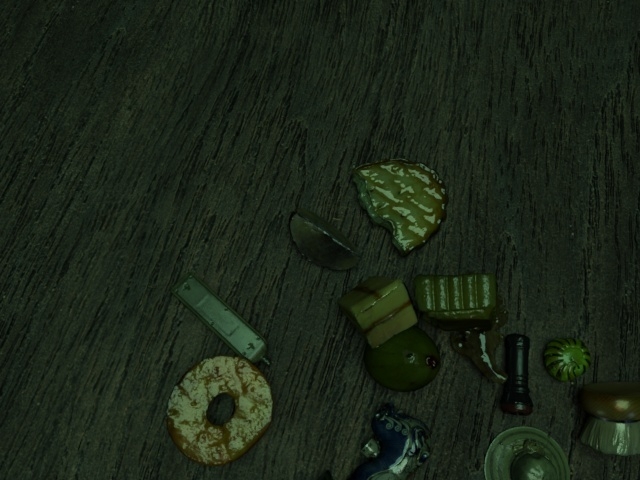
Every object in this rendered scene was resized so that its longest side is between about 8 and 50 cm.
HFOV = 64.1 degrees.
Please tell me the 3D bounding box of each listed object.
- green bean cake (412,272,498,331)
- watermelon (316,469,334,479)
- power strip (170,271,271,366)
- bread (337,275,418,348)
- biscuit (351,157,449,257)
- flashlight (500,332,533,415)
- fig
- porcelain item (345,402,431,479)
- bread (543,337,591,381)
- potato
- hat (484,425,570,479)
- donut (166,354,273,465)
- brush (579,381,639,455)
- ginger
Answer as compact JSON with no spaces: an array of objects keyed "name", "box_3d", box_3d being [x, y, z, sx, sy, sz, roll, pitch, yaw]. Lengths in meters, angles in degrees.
[{"name":"green bean cake","box_3d":[0.383,0.179,1.447,0.233,0.236,0.124,-2,69,19]},{"name":"watermelon","box_3d":[-0.038,0.791,1.357,0.256,0.176,0.260,-5,67,-43]},{"name":"power strip","box_3d":[-0.293,0.248,1.555,0.388,0.066,0.092,40,75,13]},{"name":"bread","box_3d":[0.131,0.156,1.468,0.168,0.163,0.264,-34,36,-9]},{"name":"biscuit","box_3d":[0.253,-0.109,1.664,0.330,0.078,0.334,7,74,-2]},{"name":"flashlight","box_3d":[0.582,0.395,1.514,0.093,0.093,0.231,9,68,2]},{"name":"fig","box_3d":[0.241,0.329,1.456,0.203,0.225,0.202,5,79,-24]},{"name":"porcelain item","box_3d":[0.179,0.606,1.417,0.186,0.138,0.288,36,75,20]},{"name":"bread","box_3d":[0.743,0.354,1.532,0.139,0.071,0.129,-7,69,-3]},{"name":"potato","box_3d":[0.002,0.001,1.632,0.261,0.100,0.120,36,115,-5]},{"name":"hat","box_3d":[0.593,0.650,1.420,0.252,0.110,0.251,0,73,-2]},{"name":"donut","box_3d":[-0.279,0.478,1.456,0.303,0.110,0.302,0,75,-1]},{"name":"brush","box_3d":[0.871,0.497,1.452,0.267,0.174,0.166,-3,87,-20]},{"name":"ginger","box_3d":[0.485,0.258,1.555,0.166,0.080,0.332,2,73,19]}]
